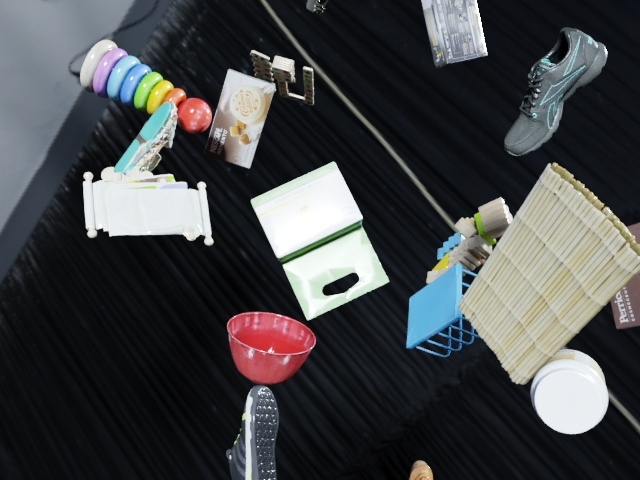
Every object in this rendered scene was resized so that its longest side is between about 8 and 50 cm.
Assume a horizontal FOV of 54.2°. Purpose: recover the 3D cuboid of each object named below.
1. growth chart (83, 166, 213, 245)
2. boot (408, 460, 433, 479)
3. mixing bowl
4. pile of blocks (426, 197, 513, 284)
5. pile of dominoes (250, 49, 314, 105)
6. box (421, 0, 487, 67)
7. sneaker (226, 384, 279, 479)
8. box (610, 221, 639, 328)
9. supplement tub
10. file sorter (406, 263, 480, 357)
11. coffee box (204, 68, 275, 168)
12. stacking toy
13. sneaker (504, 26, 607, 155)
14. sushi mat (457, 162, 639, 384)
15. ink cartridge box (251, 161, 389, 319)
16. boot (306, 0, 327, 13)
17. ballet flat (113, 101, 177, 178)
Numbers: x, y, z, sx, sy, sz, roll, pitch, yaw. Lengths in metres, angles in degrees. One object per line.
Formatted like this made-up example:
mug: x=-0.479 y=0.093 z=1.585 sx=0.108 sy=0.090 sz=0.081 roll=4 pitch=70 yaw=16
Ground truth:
growth chart: x=-0.319 y=-0.066 z=1.157 sx=0.237 sy=0.172 sz=0.021 roll=2 pitch=143 yaw=-14
boot: x=0.225 y=0.626 z=1.459 sx=0.152 sy=0.073 sz=0.197 roll=26 pitch=66 yaw=-84
mixing bowl: x=-0.109 y=0.228 z=1.272 sx=0.181 sy=0.181 sz=0.098 roll=-10 pitch=118 yaw=-54
pile of blocks: x=0.499 y=0.023 z=2.071 sx=0.362 sy=0.149 sz=0.112 roll=-46 pitch=130 yaw=13
pile of dominoes: x=-0.120 y=-0.491 z=1.953 sx=0.251 sy=0.196 sz=0.040 roll=88 pitch=18 yaw=-76
box: x=0.410 y=-0.663 z=1.920 sx=0.183 sy=0.231 sz=0.056 roll=-21 pitch=-168 yaw=-31
sneaker: x=-0.140 y=0.388 z=1.169 sx=0.097 sy=0.235 sz=0.084 roll=-1 pitch=174 yaw=30
box: x=0.687 y=0.030 z=1.079 sx=0.143 sy=0.191 sz=0.381 roll=-2 pitch=165 yaw=-25
supplement tub: x=0.508 y=0.308 z=1.281 sx=0.144 sy=0.144 sz=0.199 roll=-48 pitch=163 yaw=15
file sorter: x=0.263 y=0.149 z=1.250 sx=0.170 sy=0.104 sz=0.118 roll=-46 pitch=-153 yaw=50
coffee box: x=-0.234 y=-0.350 z=1.802 sx=0.098 sy=0.141 sz=0.246 roll=-112 pitch=-139 yaw=-71
stacking toy: x=-0.430 y=-0.371 z=1.593 sx=0.141 sy=0.330 sz=0.141 roll=-61 pitch=-178 yaw=4
sneaker: x=0.441 y=-0.295 z=1.244 sx=0.106 sy=0.101 sz=0.267 roll=26 pitch=106 yaw=-29
sushi mat: x=0.276 y=0.058 z=0.801 sx=0.019 sy=0.151 sz=0.316 roll=-21 pitch=150 yaw=-26
ink cartridge box: x=0.000 y=0.000 z=1.125 sx=0.171 sy=0.235 sz=0.056 roll=-25 pitch=167 yaw=-4
boot: x=0.017 y=-0.663 z=1.682 sx=0.077 sy=0.198 sz=0.137 roll=7 pitch=119 yaw=-19
ballet flat: x=-0.414 y=-0.233 z=1.537 sx=0.241 sy=0.091 sz=0.077 roll=-48 pitch=139 yaw=13
